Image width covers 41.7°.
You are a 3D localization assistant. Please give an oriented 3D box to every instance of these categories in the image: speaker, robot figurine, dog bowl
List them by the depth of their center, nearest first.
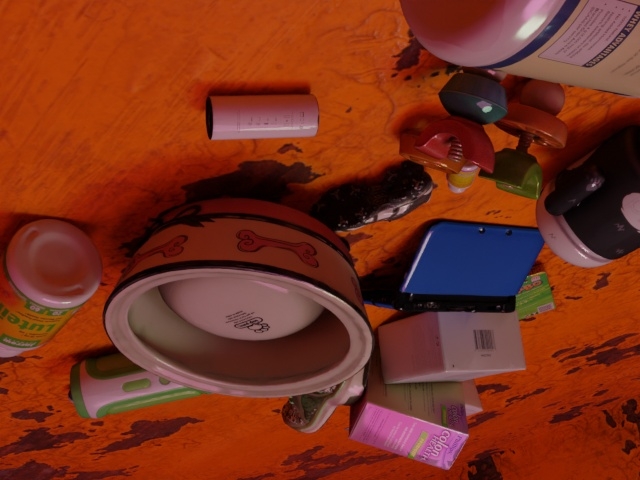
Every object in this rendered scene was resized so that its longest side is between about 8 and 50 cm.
[{"bbox_3d":[-0.073,-0.153,1.039,0.136,0.055,0.055,-5,153,-17],"label":"speaker"},{"bbox_3d":[-0.119,0.092,1.301,0.407,0.150,0.408,2,145,2],"label":"dog bowl"},{"bbox_3d":[0.471,-0.073,1.325,0.209,0.174,0.278,38,134,-13],"label":"robot figurine"},{"bbox_3d":[-0.341,0.272,1.686,0.296,0.131,0.131,-12,154,-3],"label":"speaker"}]

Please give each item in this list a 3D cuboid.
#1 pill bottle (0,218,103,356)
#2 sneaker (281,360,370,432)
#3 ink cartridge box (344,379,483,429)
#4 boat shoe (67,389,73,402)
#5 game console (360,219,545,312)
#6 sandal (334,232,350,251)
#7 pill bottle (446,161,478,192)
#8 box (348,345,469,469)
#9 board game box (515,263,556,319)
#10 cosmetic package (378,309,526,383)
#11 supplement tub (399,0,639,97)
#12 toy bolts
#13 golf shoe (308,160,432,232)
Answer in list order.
[{"bbox_3d":[-0.434,0.083,1.251,0.136,0.136,0.245,8,147,-37],"label":"pill bottle"},{"bbox_3d":[-0.032,0.323,1.969,0.182,0.158,0.410,26,143,-11],"label":"sneaker"},{"bbox_3d":[0.236,0.419,2.236,0.271,0.130,0.309,-27,150,26],"label":"ink cartridge box"},{"bbox_3d":[-0.479,0.334,1.835,0.142,0.049,0.040,-2,151,-17],"label":"boat shoe"},{"bbox_3d":[0.246,0.051,1.625,0.293,0.173,0.250,5,180,-31],"label":"game console"},{"bbox_3d":[0.000,0.000,1.408,0.067,0.040,0.179,-15,169,17],"label":"sandal"},{"bbox_3d":[0.216,-0.106,1.278,0.043,0.043,0.083,-9,153,-7],"label":"pill bottle"},{"bbox_3d":[0.197,0.376,1.915,0.242,0.213,0.117,18,118,-6],"label":"box"},{"bbox_3d":[0.443,0.118,1.840,0.124,0.039,0.259,-20,156,12],"label":"board game box"},{"bbox_3d":[0.282,0.233,1.834,0.224,0.138,0.224,4,162,-31],"label":"cosmetic package"},{"bbox_3d":[0.259,-0.259,0.774,0.324,0.235,0.235,3,150,-29],"label":"supplement tub"},{"bbox_3d":[0.203,-0.170,1.102,0.218,0.159,0.228,20,-178,29],"label":"toy bolts"},{"bbox_3d":[0.082,-0.049,1.294,0.198,0.077,0.094,-18,154,13],"label":"golf shoe"}]
